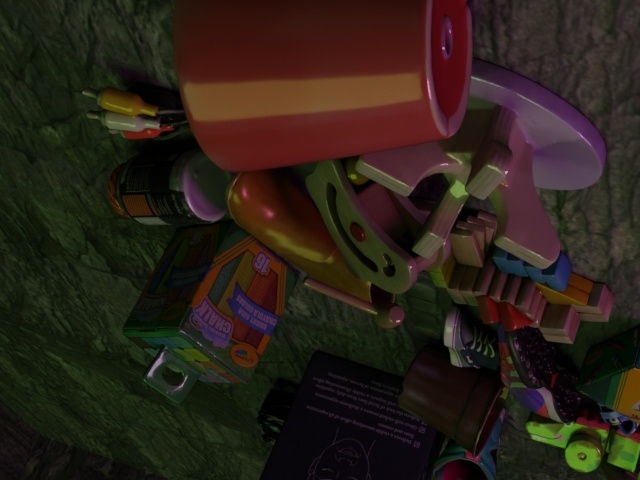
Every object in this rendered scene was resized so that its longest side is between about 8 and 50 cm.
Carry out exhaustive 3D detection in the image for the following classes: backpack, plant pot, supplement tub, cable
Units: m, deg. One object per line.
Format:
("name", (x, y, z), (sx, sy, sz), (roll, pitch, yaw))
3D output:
("backpack", (-0.044, 0.410, 2.437), (0.173, 0.117, 0.158), (18, 153, 13))
("plant pot", (0.236, 0.277, 1.917), (0.165, 0.167, 0.167), (23, 155, 19))
("supplement tub", (-0.236, -0.082, 1.674), (0.190, 0.117, 0.117), (1, 146, 40))
("plant pot", (0.018, -0.202, 1.105), (0.243, 0.275, 0.275), (2, 148, 20))
("cable", (-0.194, -0.165, 1.533), (0.287, 0.072, 0.139), (13, 157, 22))

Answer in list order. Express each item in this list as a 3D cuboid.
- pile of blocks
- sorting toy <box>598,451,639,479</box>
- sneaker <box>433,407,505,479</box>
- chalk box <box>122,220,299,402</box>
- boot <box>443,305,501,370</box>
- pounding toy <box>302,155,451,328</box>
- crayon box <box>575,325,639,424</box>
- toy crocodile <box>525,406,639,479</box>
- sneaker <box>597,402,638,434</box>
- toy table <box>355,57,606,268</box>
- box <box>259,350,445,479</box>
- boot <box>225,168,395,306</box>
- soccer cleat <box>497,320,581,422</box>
("pile of blocks", (0.241, 0.053, 1.531), (0.362, 0.112, 0.149), (21, 154, 5))
("sorting toy", (0.578, 0.444, 1.942), (0.208, 0.038, 0.193), (30, -165, -16))
("sneaker", (0.297, 0.439, 2.134), (0.124, 0.178, 0.295), (17, 154, 14))
("chalk box", (-0.202, 0.136, 1.858), (0.179, 0.289, 0.180), (-7, 141, 47))
("boot", (0.258, 0.164, 1.792), (0.086, 0.069, 0.190), (7, 158, 17))
("pounding toy", (0.062, 0.005, 1.436), (0.154, 0.155, 0.269), (-5, 115, 60))
("crayon box", (0.559, 0.240, 1.650), (0.278, 0.081, 0.165), (28, 154, -8))
("toy crocodile", (0.526, 0.351, 1.861), (0.341, 0.115, 0.105), (16, 112, 21))
("sneaker", (0.490, 0.272, 1.794), (0.144, 0.059, 0.053), (39, 153, -26))
("toy table", (0.187, -0.089, 1.258), (0.274, 0.161, 0.252), (22, 154, 7))
("box", (0.058, 0.471, 2.150), (0.294, 0.395, 0.212), (17, 153, 15))
("boot", (0.000, 0.001, 1.590), (0.211, 0.104, 0.295), (32, 173, 33))
("soccer cleat", (0.330, 0.200, 1.748), (0.116, 0.108, 0.318), (9, 153, 36))
